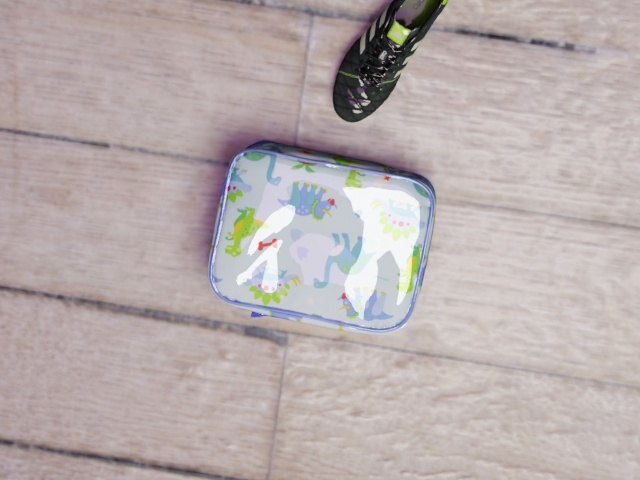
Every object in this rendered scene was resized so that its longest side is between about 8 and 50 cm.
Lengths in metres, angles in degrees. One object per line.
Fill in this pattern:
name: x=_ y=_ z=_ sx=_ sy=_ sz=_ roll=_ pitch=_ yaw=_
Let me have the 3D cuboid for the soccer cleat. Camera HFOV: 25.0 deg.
soccer cleat: x=0.068 y=-0.195 z=1.432 sx=0.060 sy=0.072 sz=0.179 roll=35 pitch=100 yaw=-1

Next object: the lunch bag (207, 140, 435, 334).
lunch bag: x=0.000 y=0.000 z=1.459 sx=0.219 sy=0.090 sz=0.176 roll=11 pitch=98 yaw=3
